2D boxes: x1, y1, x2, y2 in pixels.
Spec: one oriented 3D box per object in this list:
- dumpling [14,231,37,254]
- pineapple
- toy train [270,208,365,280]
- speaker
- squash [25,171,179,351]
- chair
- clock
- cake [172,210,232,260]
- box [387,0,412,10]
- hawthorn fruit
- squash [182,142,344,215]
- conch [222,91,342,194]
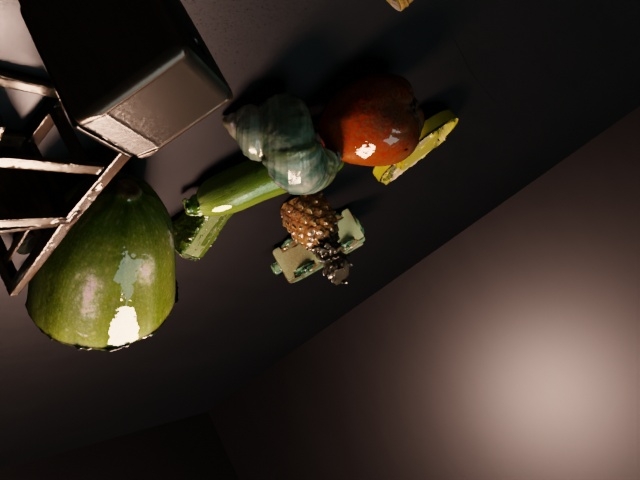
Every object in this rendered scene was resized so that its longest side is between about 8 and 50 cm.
[{"bbox_3d":[-0.592,0.002,1.317,0.059,0.043,0.077,-42,173,-48],"label":"dumpling"},{"bbox_3d":[0.000,0.000,1.819,0.157,0.279,0.158,-25,164,-8],"label":"pineapple"},{"bbox_3d":[-0.010,0.022,2.099,0.326,0.129,0.159,-30,167,-1],"label":"toy train"},{"bbox_3d":[-0.253,-0.256,0.850,0.192,0.231,0.153,-32,161,8],"label":"speaker"},{"bbox_3d":[-0.429,0.006,1.250,0.310,0.310,0.309,-20,144,-27],"label":"squash"},{"bbox_3d":[-0.505,-0.089,0.972,0.416,0.203,0.240,-42,162,27],"label":"chair"},{"bbox_3d":[0.258,-0.271,1.819,0.277,0.071,0.293,-37,173,-6],"label":"clock"},{"bbox_3d":[-0.283,-0.074,1.593,0.235,0.099,0.100,-53,159,2],"label":"cake"},{"bbox_3d":[0.121,-0.447,1.109,0.037,0.106,0.105,-39,160,5],"label":"box"},{"bbox_3d":[0.094,-0.259,1.441,0.262,0.211,0.210,-10,172,28],"label":"hawthorn fruit"},{"bbox_3d":[-0.130,-0.145,1.497,0.394,0.107,0.107,-20,160,-6],"label":"squash"},{"bbox_3d":[-0.068,-0.201,1.328,0.277,0.220,0.196,16,107,-17],"label":"conch"}]
